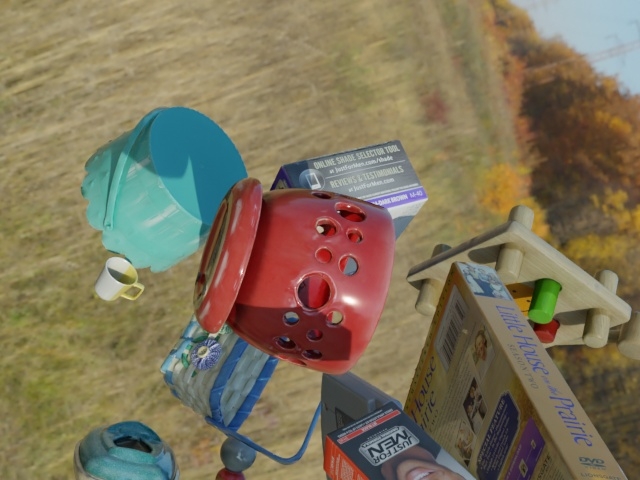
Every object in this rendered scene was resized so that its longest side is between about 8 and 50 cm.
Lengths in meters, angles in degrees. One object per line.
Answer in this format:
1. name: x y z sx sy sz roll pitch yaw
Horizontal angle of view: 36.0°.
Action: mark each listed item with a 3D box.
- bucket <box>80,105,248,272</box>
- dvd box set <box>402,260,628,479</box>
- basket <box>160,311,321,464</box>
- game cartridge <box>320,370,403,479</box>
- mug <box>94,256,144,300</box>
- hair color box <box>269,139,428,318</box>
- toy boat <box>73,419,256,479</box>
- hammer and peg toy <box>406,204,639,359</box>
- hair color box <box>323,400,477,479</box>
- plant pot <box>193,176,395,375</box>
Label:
1. bucket: -0.275 -0.099 1.790 0.281 0.183 0.281 32 43 -37
2. dvd box set: 0.177 0.251 1.062 0.420 0.062 0.308 -108 -150 -64
3. basket: -0.118 0.233 1.729 0.201 0.289 0.255 88 25 -59
4. game cartridge: 0.068 0.347 1.488 0.196 0.060 0.294 19 -62 57
5. mug: -0.356 0.078 1.711 0.078 0.064 0.062 46 30 3
6. hair color box: 0.000 0.000 1.429 0.110 0.185 0.339 65 -27 21
7. toy boat: -0.278 0.394 1.759 0.267 0.318 0.148 -147 -107 -74
8. hammer and peg toy: 0.337 0.115 1.536 0.361 0.266 0.127 35 56 -20
9. hair color box: 0.071 0.190 0.746 0.141 0.072 0.043 40 -41 39
10. plant pot: -0.034 0.031 1.045 0.191 0.174 0.191 -163 -90 -78
